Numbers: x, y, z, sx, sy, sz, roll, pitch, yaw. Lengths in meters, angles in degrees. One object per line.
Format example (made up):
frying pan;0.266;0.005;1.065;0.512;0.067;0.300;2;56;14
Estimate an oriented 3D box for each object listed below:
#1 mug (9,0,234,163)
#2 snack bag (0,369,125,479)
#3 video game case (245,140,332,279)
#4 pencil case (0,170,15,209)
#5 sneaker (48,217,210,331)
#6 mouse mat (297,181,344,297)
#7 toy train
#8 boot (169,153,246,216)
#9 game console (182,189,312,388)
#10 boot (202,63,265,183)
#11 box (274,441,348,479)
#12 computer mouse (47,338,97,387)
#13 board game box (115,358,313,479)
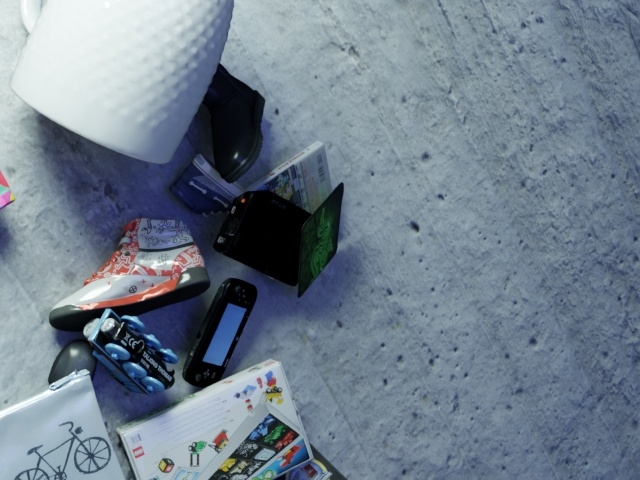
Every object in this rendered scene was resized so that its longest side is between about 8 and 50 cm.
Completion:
mug;-0.318;-0.350;1.617;0.328;0.374;0.276;-61;156;10
snack bag;-0.461;0.412;1.630;0.323;0.037;0.343;-24;106;-30
video game case;-0.047;-0.055;1.915;0.183;0.023;0.201;-37;134;-31
pencil case;-0.559;-0.130;1.576;0.104;0.104;0.236;-31;105;-31
sneaker;-0.330;0.051;1.735;0.270;0.090;0.145;-16;67;-14
mouse mat;0.000;0.000;1.914;0.152;0.007;0.190;-50;156;-41
toy train;-0.312;0.185;1.699;0.184;0.105;0.080;52;51;-40
boot;-0.182;-0.073;1.857;0.086;0.069;0.190;-45;128;6
game console;-0.132;0.093;1.834;0.213;0.044;0.361;28;86;-51
boot;-0.197;-0.233;1.789;0.207;0.094;0.246;38;35;-27
box;-0.040;0.526;1.847;0.216;0.060;0.270;43;60;15
computer mouse;-0.413;0.278;1.685;0.071;0.041;0.242;19;77;-33
board game box;-0.178;0.353;1.803;0.305;0.053;0.193;-22;100;-23
